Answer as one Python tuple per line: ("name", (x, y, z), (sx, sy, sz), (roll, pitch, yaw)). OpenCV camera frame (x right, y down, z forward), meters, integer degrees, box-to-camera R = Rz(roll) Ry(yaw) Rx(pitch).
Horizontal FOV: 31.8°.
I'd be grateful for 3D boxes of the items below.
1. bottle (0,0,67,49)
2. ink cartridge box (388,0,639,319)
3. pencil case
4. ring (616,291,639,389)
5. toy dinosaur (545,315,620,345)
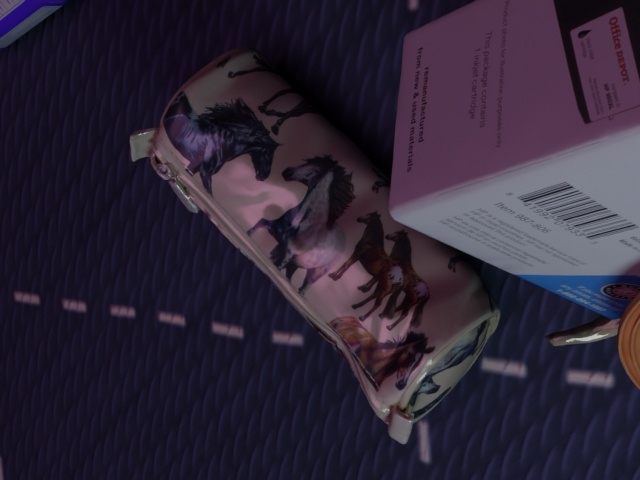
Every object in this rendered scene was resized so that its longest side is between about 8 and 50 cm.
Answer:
("bottle", (-0.345, -0.326, 1.331), (0.282, 0.092, 0.118), (-25, 85, 35))
("ink cartridge box", (0.288, -0.088, 0.782), (0.394, 0.285, 0.166), (-18, 58, 45))
("pencil case", (0.000, 0.000, 1.122), (0.410, 0.183, 0.160), (47, 161, 16))
("ring", (0.395, 0.084, 0.844), (0.336, 0.336, 0.032), (-11, 51, 35))
("toy dinosaur", (0.326, 0.036, 0.975), (0.268, 0.064, 0.118), (-50, 60, 22))
